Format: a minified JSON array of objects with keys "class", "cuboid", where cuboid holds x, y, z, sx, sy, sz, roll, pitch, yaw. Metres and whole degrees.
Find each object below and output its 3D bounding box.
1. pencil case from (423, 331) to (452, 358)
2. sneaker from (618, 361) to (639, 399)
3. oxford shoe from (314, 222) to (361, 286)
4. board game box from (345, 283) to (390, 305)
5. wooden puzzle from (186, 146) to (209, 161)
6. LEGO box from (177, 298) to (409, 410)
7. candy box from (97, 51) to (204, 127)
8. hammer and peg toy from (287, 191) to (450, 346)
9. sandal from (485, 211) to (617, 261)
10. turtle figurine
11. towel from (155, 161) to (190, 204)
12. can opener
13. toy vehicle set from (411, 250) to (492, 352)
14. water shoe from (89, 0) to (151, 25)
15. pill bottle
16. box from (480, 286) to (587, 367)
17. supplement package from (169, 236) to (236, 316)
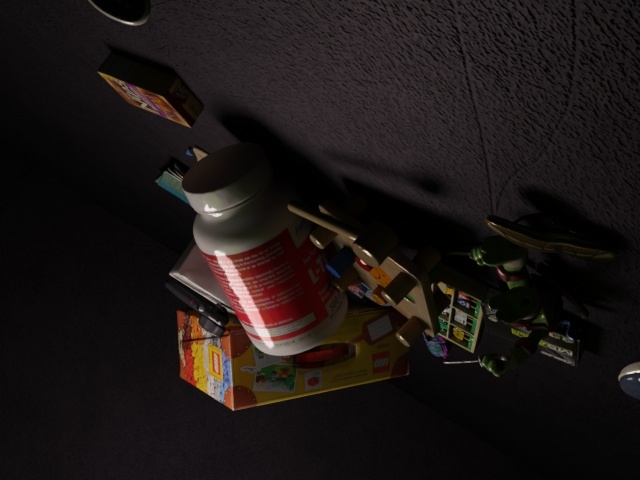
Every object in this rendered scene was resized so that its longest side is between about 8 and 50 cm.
[{"class":"pencil case","cuboid":[0.298,0.249,2.164,0.070,0.064,0.151,54,178,25]},{"class":"sneaker","cuboid":[0.634,0.313,1.413,0.131,0.148,0.350,40,165,-34]},{"class":"oxford shoe","cuboid":[0.000,0.000,1.909,0.271,0.097,0.098,44,-179,-22]},{"class":"board game box","cuboid":[0.069,0.090,2.114,0.194,0.060,0.194,17,161,50]},{"class":"wooden puzzle","cuboid":[-0.256,-0.184,1.949,0.116,0.014,0.078,31,163,3]},{"class":"LEGO box","cuboid":[-0.077,0.265,2.234,0.500,0.193,0.372,-6,-172,-28]},{"class":"candy box","cuboid":[-0.324,-0.287,1.625,0.187,0.053,0.109,26,167,32]},{"class":"hammer and peg toy","cuboid":[0.099,0.023,1.550,0.266,0.127,0.361,38,165,30]},{"class":"sandal","cuboid":[0.318,-0.013,1.171,0.180,0.049,0.072,12,167,17]},{"class":"turtle figurine","cuboid":[0.273,0.102,1.357,0.275,0.197,0.266,22,166,23]},{"class":"towel","cuboid":[-0.272,-0.086,2.309,0.370,0.040,0.271,33,169,-14]},{"class":"can opener","cuboid":[-0.287,0.146,1.972,0.186,0.073,0.059,37,177,13]},{"class":"toy vehicle set","cuboid":[0.263,0.133,1.764,0.166,0.035,0.267,28,157,19]},{"class":"water shoe","cuboid":[-0.326,-0.386,1.255,0.203,0.073,0.080,35,-171,4]},{"class":"pill bottle","cuboid":[-0.114,0.017,1.716,0.229,0.229,0.407,18,141,48]},{"class":"box","cuboid":[0.403,0.165,1.612,0.191,0.045,0.184,21,162,21]},{"class":"supplement package","cuboid":[-0.196,0.025,2.027,0.204,0.261,0.145,35,167,-13]}]
